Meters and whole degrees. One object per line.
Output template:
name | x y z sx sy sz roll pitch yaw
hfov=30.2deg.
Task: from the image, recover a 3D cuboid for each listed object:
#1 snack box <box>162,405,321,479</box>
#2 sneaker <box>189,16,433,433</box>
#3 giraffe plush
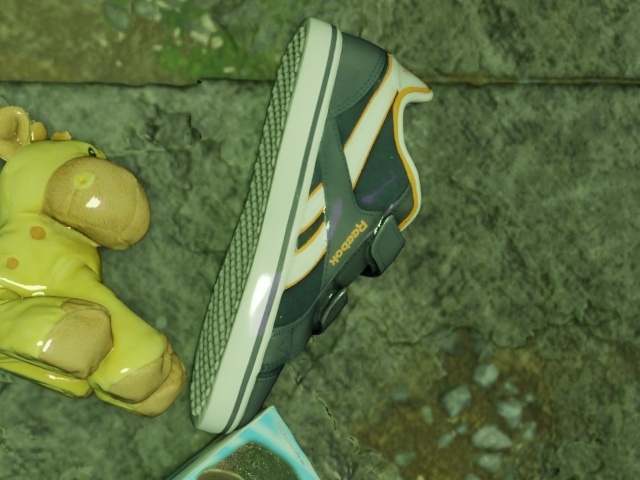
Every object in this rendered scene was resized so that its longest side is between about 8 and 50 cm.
snack box | -0.021 0.307 0.867 0.187 0.060 0.322 -35 94 -43
sneaker | 0.000 0.000 0.894 0.128 0.126 0.321 19 83 -16
giraffe plush | -0.180 0.008 0.823 0.210 0.181 0.170 15 74 12
